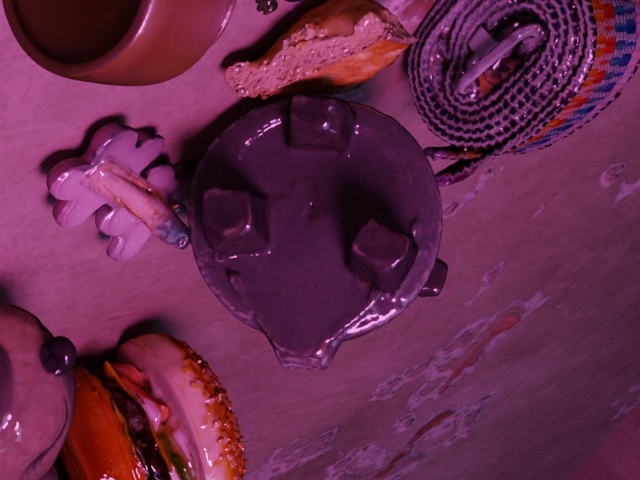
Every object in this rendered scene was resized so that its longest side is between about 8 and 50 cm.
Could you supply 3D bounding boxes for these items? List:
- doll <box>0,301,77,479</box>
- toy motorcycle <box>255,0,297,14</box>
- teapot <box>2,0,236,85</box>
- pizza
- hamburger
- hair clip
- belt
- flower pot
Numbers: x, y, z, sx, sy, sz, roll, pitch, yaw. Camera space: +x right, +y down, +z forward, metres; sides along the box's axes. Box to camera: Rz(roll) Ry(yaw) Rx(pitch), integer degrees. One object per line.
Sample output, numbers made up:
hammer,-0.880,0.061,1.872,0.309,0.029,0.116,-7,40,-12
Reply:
doll,-0.443,0.167,1.718,0.378,0.252,0.382,-4,165,14
toy motorcycle,0.042,-0.306,1.508,0.205,0.127,0.275,-33,-179,37
teapot,-0.140,-0.228,1.363,0.267,0.186,0.175,-26,170,33
pizza,0.016,-0.211,1.748,0.188,0.081,0.204,-21,173,25
hamburger,-0.223,0.262,2.032,0.225,0.291,0.291,-19,151,-24
hair clip,-0.206,-0.048,1.754,0.146,0.075,0.257,-41,149,5
belt,0.218,-0.210,1.849,0.295,0.207,0.160,-36,164,37
flower pot,0.000,0.000,1.786,0.299,0.299,0.283,-34,168,-4
